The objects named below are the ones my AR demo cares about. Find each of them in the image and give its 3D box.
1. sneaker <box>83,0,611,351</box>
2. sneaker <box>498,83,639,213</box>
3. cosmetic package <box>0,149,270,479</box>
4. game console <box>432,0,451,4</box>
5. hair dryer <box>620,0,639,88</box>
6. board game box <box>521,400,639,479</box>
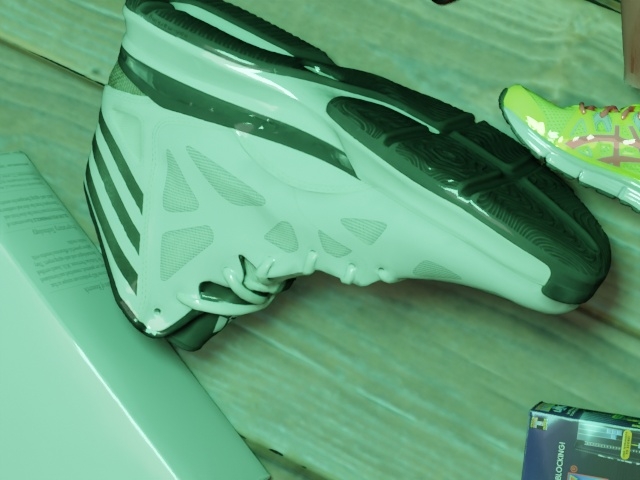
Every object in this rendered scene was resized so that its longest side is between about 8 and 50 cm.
[{"bbox_3d":[0.000,0.000,1.399,0.447,0.169,0.257,30,113,22],"label":"sneaker"},{"bbox_3d":[0.237,-0.077,1.337,0.208,0.081,0.094,27,103,3],"label":"sneaker"},{"bbox_3d":[-0.240,0.125,1.473,0.197,0.155,0.365,-40,83,18],"label":"cosmetic package"},{"bbox_3d":[0.108,-0.272,1.357,0.085,0.124,0.144,-23,88,-7],"label":"game console"},{"bbox_3d":[0.326,-0.216,1.281,0.293,0.080,0.223,-40,94,26],"label":"hair dryer"},{"bbox_3d":[0.227,0.222,1.382,0.141,0.048,0.170,7,97,17],"label":"board game box"}]
